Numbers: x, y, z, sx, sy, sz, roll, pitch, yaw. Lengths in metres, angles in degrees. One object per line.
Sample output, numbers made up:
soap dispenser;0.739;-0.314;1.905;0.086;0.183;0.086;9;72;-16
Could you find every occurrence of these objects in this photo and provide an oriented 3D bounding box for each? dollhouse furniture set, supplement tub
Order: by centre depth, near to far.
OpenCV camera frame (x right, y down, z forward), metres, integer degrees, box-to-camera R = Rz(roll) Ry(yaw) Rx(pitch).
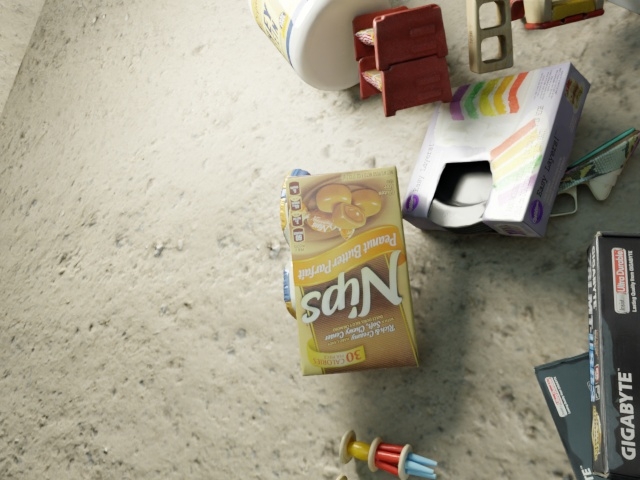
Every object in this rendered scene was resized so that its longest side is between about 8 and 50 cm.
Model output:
dollhouse furniture set;0.255;-0.345;0.869;0.373;0.152;0.201;-13;25;0
supplement tub;-0.016;-0.489;1.049;0.228;0.228;0.316;-40;57;11

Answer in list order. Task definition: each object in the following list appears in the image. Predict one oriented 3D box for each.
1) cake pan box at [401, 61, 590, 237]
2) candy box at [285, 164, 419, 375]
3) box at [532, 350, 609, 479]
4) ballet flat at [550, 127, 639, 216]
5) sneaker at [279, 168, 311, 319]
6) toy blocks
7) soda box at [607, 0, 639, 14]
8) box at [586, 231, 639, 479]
cake pan box;0.264;-0.132;0.803;0.245;0.070;0.267;8;75;56
candy box;0.050;0.049;0.817;0.182;0.087;0.317;-6;82;6
box;0.399;0.246;0.636;0.175;0.051;0.221;-23;62;20
ballet flat;0.384;-0.084;0.766;0.221;0.076;0.079;-28;82;26
sneaker;0.000;0.000;0.942;0.130;0.112;0.297;-10;73;14
toy blocks;0.098;0.368;0.762;0.148;0.054;0.123;3;73;30
soda box;0.539;-0.414;0.780;0.091;0.098;0.286;-46;55;7
box;0.474;0.141;0.573;0.292;0.073;0.296;4;69;16
